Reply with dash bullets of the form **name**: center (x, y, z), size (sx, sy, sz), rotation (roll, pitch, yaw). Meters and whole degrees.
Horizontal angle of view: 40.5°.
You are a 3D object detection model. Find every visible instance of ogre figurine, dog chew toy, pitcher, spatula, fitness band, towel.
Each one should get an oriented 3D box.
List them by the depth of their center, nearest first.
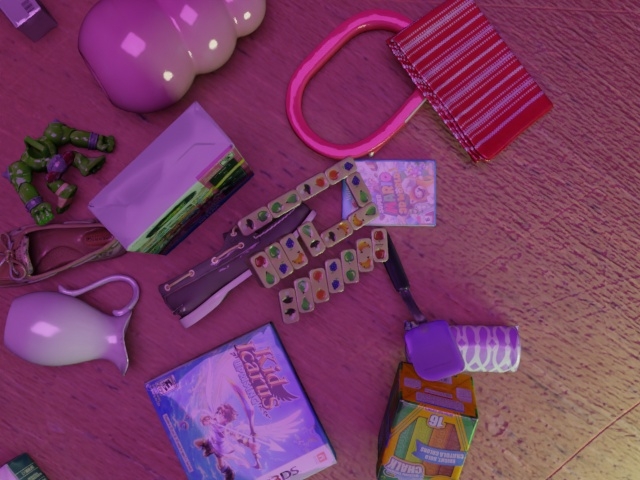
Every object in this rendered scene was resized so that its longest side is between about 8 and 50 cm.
- **dog chew toy**: center (-0.238, -0.360, 1.472), size (0.332, 0.206, 0.206), rotation (-33, 88, -9)
- **spatula**: center (0.151, 0.100, 1.478), size (0.084, 0.030, 0.296), rotation (-18, 61, -10)
- **pitcher**: center (-0.423, 0.132, 1.493), size (0.207, 0.125, 0.177), rotation (10, 67, -10)
- **ogre figurine**: center (-0.459, -0.132, 1.505), size (0.118, 0.097, 0.197), rotation (37, 88, 0)
- **towel**: center (0.266, -0.289, 1.517), size (0.199, 0.031, 0.275), rotation (-37, 89, -21)
- **fitness band**: center (0.072, -0.274, 1.537), size (0.209, 0.054, 0.291), rotation (44, 87, 4)

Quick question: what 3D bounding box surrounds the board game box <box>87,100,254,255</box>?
- **board game box**: center (-0.228, -0.086, 1.400), size (0.224, 0.303, 0.097), rotation (-43, 88, -1)

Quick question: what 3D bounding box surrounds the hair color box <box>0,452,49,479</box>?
- **hair color box**: center (-0.473, 0.555, 1.472), size (0.174, 0.105, 0.347), rotation (-40, 88, -1)

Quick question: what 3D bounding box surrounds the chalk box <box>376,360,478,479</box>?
- **chalk box**: center (0.170, 0.334, 1.450), size (0.132, 0.132, 0.213), rotation (12, 113, 0)

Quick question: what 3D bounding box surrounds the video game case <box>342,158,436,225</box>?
- **video game case**: center (0.122, -0.085, 1.544), size (0.166, 0.015, 0.119), rotation (0, 88, 0)

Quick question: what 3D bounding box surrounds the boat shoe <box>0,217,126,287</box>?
- **boat shoe**: center (-0.475, 0.013, 1.502), size (0.285, 0.089, 0.104), rotation (-17, 88, 0)

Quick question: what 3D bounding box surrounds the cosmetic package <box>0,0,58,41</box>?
- **cosmetic package**: center (-0.568, -0.466, 1.521), size (0.060, 0.099, 0.239), rotation (-39, 88, 1)

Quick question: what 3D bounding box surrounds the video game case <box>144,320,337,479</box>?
- **video game case**: center (-0.137, 0.313, 1.505), size (0.244, 0.061, 0.269), rotation (-26, 88, -2)

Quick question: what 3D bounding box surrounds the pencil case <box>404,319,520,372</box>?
- **pencil case**: center (0.243, 0.182, 1.502), size (0.206, 0.088, 0.086), rotation (5, 125, 0)

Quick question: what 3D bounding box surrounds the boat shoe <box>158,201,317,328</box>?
- **boat shoe**: center (-0.143, 0.025, 1.493), size (0.305, 0.109, 0.091), rotation (-39, 93, 2)

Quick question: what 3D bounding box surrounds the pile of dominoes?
- **pile of dominoes**: center (0.000, 0.000, 1.440), size (0.251, 0.040, 0.196), rotation (-32, 100, -17)
